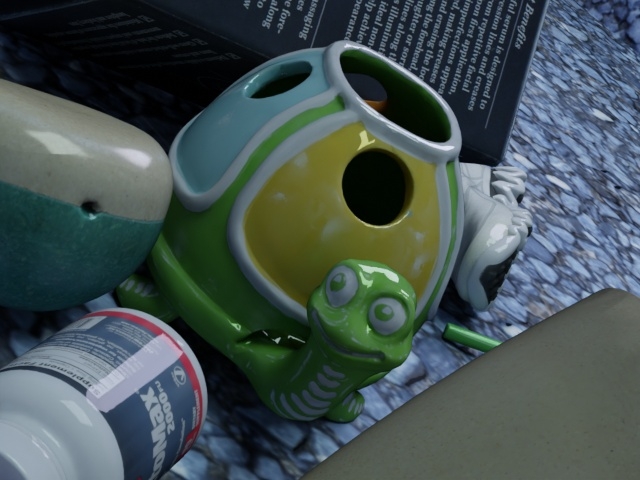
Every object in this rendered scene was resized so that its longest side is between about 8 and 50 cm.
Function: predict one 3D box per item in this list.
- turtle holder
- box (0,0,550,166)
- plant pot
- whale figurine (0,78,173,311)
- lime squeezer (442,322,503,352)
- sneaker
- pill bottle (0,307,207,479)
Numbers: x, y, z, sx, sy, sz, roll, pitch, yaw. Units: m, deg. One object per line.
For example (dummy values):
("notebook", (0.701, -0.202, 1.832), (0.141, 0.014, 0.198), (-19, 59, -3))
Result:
("turtle holder", (-0.013, -0.013, 1.083), (0.243, 0.227, 0.320), (39, 24, 5))
("box", (-0.040, -0.228, 1.313), (0.395, 0.212, 0.293), (21, -7, -31))
("plant pot", (0.071, 0.188, 0.758), (0.274, 0.256, 0.256), (-19, 44, -8))
("whale figurine", (-0.220, -0.039, 1.022), (0.216, 0.141, 0.272), (15, 7, -37))
("lime squeezer", (0.254, 0.117, 1.402), (0.310, 0.059, 0.110), (9, 36, -44))
("sneaker", (0.139, -0.017, 1.455), (0.118, 0.110, 0.292), (25, 17, -4))
("pill bottle", (-0.146, 0.114, 0.827), (0.108, 0.108, 0.180), (38, 25, 6))
